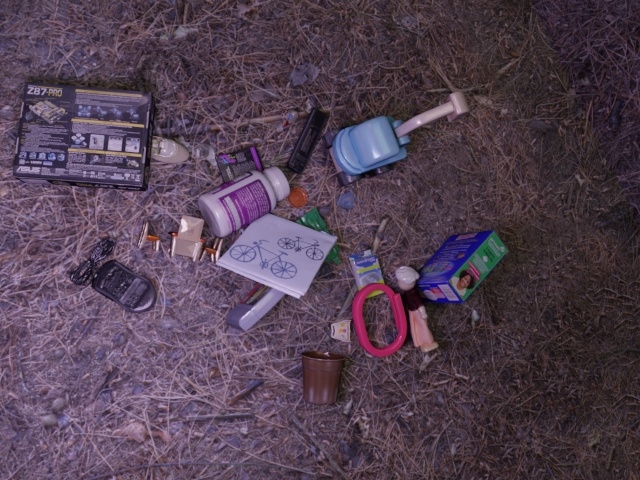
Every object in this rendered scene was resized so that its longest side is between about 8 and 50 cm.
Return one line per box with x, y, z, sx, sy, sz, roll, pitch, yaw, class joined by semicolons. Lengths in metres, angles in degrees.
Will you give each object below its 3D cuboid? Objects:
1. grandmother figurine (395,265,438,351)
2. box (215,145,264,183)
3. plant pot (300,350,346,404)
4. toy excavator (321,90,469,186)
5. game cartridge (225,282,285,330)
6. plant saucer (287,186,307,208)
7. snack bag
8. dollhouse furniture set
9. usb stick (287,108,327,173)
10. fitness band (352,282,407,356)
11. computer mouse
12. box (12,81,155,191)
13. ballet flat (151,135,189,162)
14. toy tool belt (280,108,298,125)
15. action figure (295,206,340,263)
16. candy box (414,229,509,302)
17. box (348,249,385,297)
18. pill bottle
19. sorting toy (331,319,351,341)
0.371;0.261;2.088;0.104;0.208;0.342;-21;98;-12;grandmother figurine
-0.297;-0.275;1.979;0.162;0.029;0.116;-19;89;-25;box
0.006;0.497;1.932;0.167;0.167;0.165;4;88;-22;plant pot
0.280;-0.395;2.007;0.433;0.445;0.222;-21;91;-23;toy excavator
-0.195;0.191;1.863;0.294;0.196;0.060;-46;110;-22;game cartridge
-0.090;-0.165;2.057;0.083;0.013;0.083;3;82;-21;plant saucer
-0.143;0.035;1.860;0.323;0.037;0.342;20;41;11;snack bag
-0.449;-0.011;1.754;0.262;0.259;0.135;14;88;-22;dollhouse furniture set
-0.052;-0.391;2.088;0.077;0.045;0.278;30;72;-23;usb stick
0.230;0.308;2.082;0.209;0.054;0.291;-18;100;-21;fitness band
-0.657;0.135;1.755;0.272;0.072;0.188;38;72;-1;computer mouse
-0.751;-0.332;1.715;0.395;0.097;0.318;3;83;-7;box
-0.575;-0.326;1.841;0.248;0.086;0.086;9;79;-21;ballet flat
-0.129;-0.481;2.072;0.051;0.052;0.083;37;64;19;toy tool belt
0.000;0.000;2.044;0.137;0.063;0.232;-40;94;-24;action figure
0.550;0.106;2.146;0.317;0.268;0.122;-44;103;-21;candy box
0.188;0.133;2.115;0.109;0.042;0.178;-16;90;-24;box
-0.265;-0.148;1.897;0.301;0.169;0.169;-30;95;-23;pill bottle
0.077;0.346;2.042;0.075;0.045;0.083;3;82;-15;sorting toy
